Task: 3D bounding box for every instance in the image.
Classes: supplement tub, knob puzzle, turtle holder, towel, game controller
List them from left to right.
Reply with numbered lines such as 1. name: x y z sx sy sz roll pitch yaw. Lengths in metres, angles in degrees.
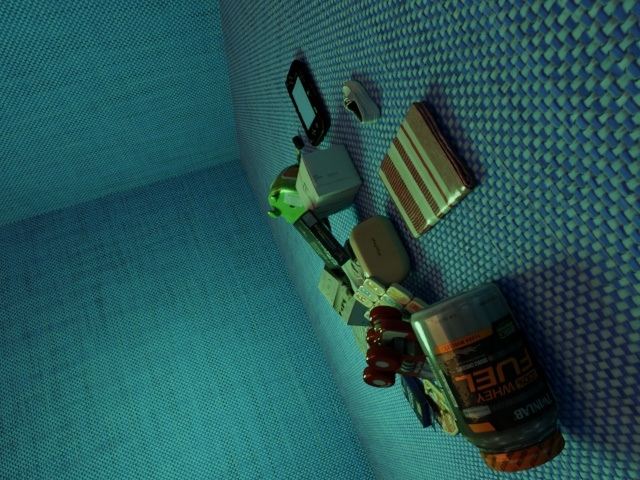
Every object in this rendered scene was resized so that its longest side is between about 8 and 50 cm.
1. turtle holder: -0.099 -0.205 1.857 0.320 0.244 0.227 57 -141 -53
2. game controller: -0.055 -0.529 1.547 0.166 0.067 0.319 122 126 -72
3. towel: 0.211 0.405 1.686 0.235 0.121 0.283 -134 28 -60
4. towel: 0.247 -0.157 1.002 0.329 0.037 0.237 110 136 -70
5. knob puzzle: 0.409 0.590 1.384 0.213 0.030 0.213 160 90 -75
6. supplement tub: 0.349 0.277 0.848 0.207 0.207 0.337 118 130 -71

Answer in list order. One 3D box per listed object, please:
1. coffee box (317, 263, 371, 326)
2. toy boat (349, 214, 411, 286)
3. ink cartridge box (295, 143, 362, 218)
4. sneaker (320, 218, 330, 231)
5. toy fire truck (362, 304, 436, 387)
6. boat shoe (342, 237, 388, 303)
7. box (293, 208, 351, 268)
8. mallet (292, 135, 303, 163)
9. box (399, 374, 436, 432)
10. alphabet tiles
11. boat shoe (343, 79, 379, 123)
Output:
1. coffee box: 0.127 0.211 1.585 0.297 0.168 0.118 45 122 58
2. toy boat: 0.199 0.040 1.286 0.231 0.151 0.151 67 -165 16
3. ink cartridge box: 0.024 -0.207 1.471 0.232 0.171 0.168 114 135 -69
4. sneaker: -0.016 -0.046 1.989 0.226 0.086 0.163 91 158 -51
5. toy fire truck: 0.265 0.331 1.207 0.302 0.254 0.169 89 -171 -49
6. boat shoe: 0.172 0.088 1.442 0.367 0.136 0.156 -121 27 -59
7. box: 0.000 0.000 1.488 0.232 0.059 0.183 50 168 -3
8. mallet: -0.104 -0.421 1.939 0.062 0.039 0.189 60 167 27
9. box: 0.359 0.596 1.501 0.225 0.037 0.136 -124 17 -61
10. alphabet tiles: 0.236 0.229 1.256 0.278 0.021 0.284 36 150 7
11. boat shoe: 0.102 -0.396 1.155 0.066 0.063 0.184 95 151 -58
